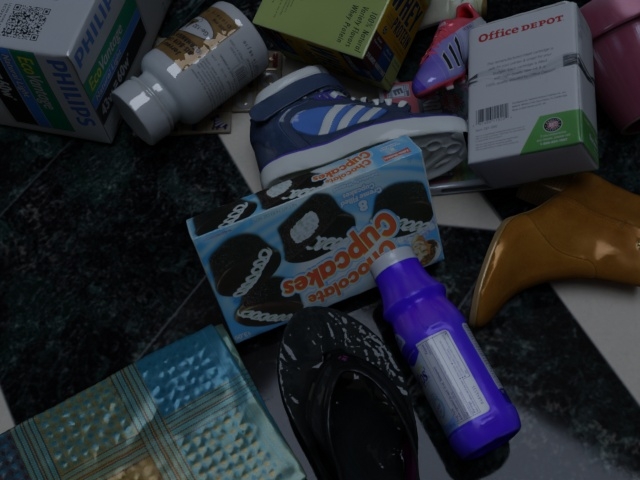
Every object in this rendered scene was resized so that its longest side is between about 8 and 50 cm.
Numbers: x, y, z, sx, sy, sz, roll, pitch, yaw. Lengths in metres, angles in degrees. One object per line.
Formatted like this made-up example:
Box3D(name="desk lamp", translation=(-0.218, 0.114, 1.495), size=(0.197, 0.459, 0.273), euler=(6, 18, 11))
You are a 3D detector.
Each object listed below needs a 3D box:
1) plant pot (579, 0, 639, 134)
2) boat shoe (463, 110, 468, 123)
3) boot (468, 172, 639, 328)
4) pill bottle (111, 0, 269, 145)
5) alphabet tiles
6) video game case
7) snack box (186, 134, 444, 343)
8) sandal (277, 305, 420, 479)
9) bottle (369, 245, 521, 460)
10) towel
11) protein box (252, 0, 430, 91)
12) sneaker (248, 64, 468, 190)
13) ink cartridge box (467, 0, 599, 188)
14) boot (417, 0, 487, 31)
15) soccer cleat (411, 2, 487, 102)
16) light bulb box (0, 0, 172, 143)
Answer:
Box3D(name="plant pot", translation=(0.473, -0.264, 1.360), size=(0.201, 0.201, 0.180), euler=(-18, 79, -5))
Box3D(name="boat shoe", translation=(0.248, -0.198, 1.396), size=(0.035, 0.035, 0.100), euler=(37, 64, -8))
Box3D(name="boot", translation=(0.343, 0.027, 1.258), size=(0.211, 0.104, 0.295), euler=(23, 65, 14))
Box3D(name="pill bottle", translation=(-0.204, -0.256, 1.422), size=(0.229, 0.131, 0.131), euler=(-41, 67, -15))
Box3D(name="alphabet tiles", translation=(-0.182, -0.257, 1.500), size=(0.237, 0.009, 0.198), euler=(-2, 62, 4))
Box3D(name="video game case", translation=(0.240, -0.169, 1.411), size=(0.285, 0.025, 0.204), euler=(-6, 62, 1))
Box3D(name="snack box", translation=(0.000, 0.000, 1.251), size=(0.322, 0.187, 0.060), euler=(-22, 35, -7))
Box3D(name="sandal", translation=(0.062, 0.263, 1.136), size=(0.168, 0.107, 0.445), euler=(-7, 58, -17))
Box3D(name="bottle", translation=(0.155, 0.141, 1.192), size=(0.092, 0.118, 0.282), euler=(-25, 70, -7))
Box3D(name="towel", translation=(-0.236, 0.296, 1.201), size=(0.370, 0.040, 0.271), euler=(-28, 64, -8))
Box3D(name="protein box", translation=(0.042, -0.371, 1.424), size=(0.201, 0.136, 0.199), euler=(23, 87, 24))
Box3D(name="sneaker", translation=(0.049, -0.194, 1.364), size=(0.323, 0.130, 0.236), euler=(-13, 57, 9))
Box3D(name="ink cartridge box", translation=(0.293, -0.199, 1.268), size=(0.160, 0.093, 0.219), euler=(-9, 65, 31))
Box3D(name="boot", translation=(0.169, -0.437, 1.530), size=(0.165, 0.077, 0.213), euler=(-17, 63, -1))
Box3D(name="soccer cleat", translation=(0.192, -0.286, 1.389), size=(0.248, 0.083, 0.095), euler=(-42, 107, -47))
Box3D(name="light bulb box", translation=(-0.462, -0.382, 1.463), size=(0.361, 0.225, 0.357), euler=(11, 64, 11))
